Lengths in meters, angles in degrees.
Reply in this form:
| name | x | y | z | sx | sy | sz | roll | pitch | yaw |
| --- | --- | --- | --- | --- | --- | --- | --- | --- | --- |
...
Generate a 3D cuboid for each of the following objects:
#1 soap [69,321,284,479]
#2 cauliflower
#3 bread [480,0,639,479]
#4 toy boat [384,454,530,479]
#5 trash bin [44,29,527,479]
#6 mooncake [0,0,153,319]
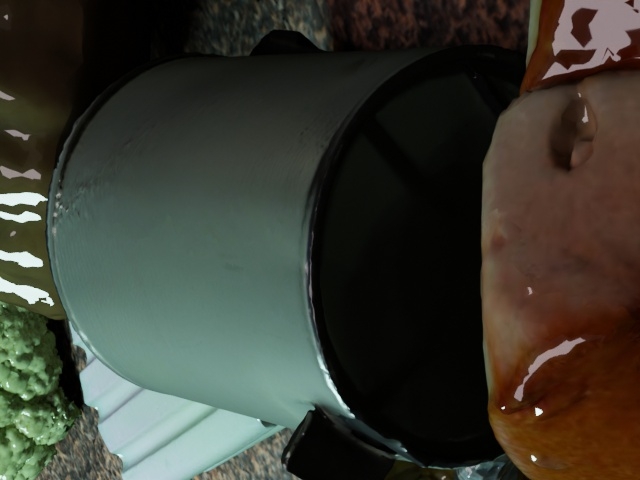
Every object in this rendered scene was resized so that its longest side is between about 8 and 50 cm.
| name | x | y | z | sx | sy | sz | roll | pitch | yaw |
| --- | --- | --- | --- | --- | --- | --- | --- | --- | --- |
| soap | -0.095 | 0.085 | 1.232 | 0.173 | 0.095 | 0.289 | 63 | 148 | 8 |
| cauliflower | -0.368 | 0.131 | 1.609 | 0.272 | 0.275 | 0.250 | 54 | -159 | -37 |
| bread | 0.160 | -0.063 | 0.555 | 0.114 | 0.295 | 0.328 | 4 | 84 | 28 |
| toy boat | 0.069 | 0.198 | 1.032 | 0.089 | 0.115 | 0.310 | 43 | 140 | 35 |
| trash bin | 0.000 | 0.000 | 0.902 | 0.217 | 0.277 | 0.262 | 37 | 161 | -34 |
| mooncake | -0.223 | -0.110 | 1.092 | 0.324 | 0.187 | 0.324 | 5 | -90 | -89 |
